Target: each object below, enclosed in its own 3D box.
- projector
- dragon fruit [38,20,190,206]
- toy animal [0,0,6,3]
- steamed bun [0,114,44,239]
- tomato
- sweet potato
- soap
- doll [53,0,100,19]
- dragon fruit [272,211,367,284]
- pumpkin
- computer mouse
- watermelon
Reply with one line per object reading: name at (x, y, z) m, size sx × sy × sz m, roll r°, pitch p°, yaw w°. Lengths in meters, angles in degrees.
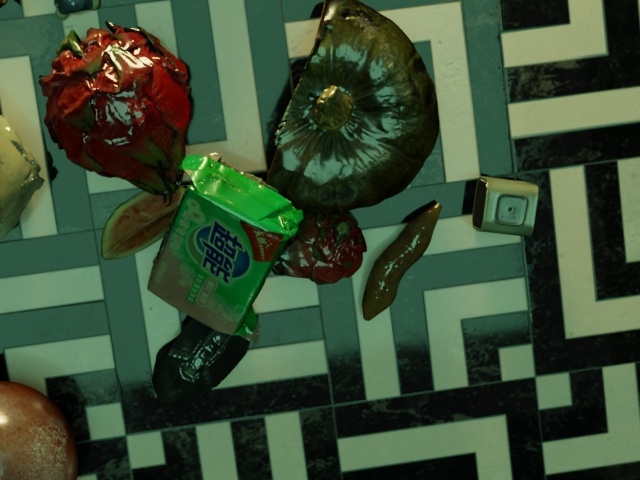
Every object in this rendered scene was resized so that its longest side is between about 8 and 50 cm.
projector at (0.286, -0.053, 1.878) m, size 0.082 × 0.083 × 0.083 m, roll 6°, pitch 98°, yaw -5°
dragon fruit at (-0.272, -0.182, 1.765) m, size 0.234 × 0.234 × 0.293 m, roll -44°, pitch 111°, yaw 2°
toy animal at (-0.469, -0.449, 1.769) m, size 0.116 × 0.114 × 0.255 m, roll 11°, pitch 92°, yaw 19°
steamed bun at (-0.587, -0.115, 1.697) m, size 0.394 × 0.237 × 0.347 m, roll -3°, pitch 89°, yaw -17°
tomato at (-0.499, 0.347, 1.802) m, size 0.270 × 0.227 × 0.270 m, roll 0°, pitch 98°, yaw -2°
sweet potato at (0.122, 0.030, 1.890) m, size 0.065 × 0.051 × 0.218 m, roll 27°, pitch 97°, yaw -49°
soap at (-0.141, 0.014, 1.779) m, size 0.217 × 0.098 × 0.273 m, roll 27°, pitch 137°, yaw -3°
doll at (-0.367, -0.378, 1.802) m, size 0.076 × 0.050 × 0.083 m, roll -15°, pitch 97°, yaw -7°
dragon fruit at (0.000, 0.007, 1.848) m, size 0.142 × 0.130 × 0.121 m, roll 21°, pitch 106°, yaw 32°
pumpkin at (0.059, -0.180, 1.767) m, size 0.232 × 0.242 × 0.325 m, roll 17°, pitch 101°, yaw 2°
computer mouse at (-0.189, 0.184, 1.886) m, size 0.106 × 0.062 × 0.192 m, roll 42°, pitch 94°, yaw -9°
watermelon at (-0.262, -0.023, 1.851) m, size 0.163 × 0.087 × 0.069 m, roll -33°, pitch 129°, yaw -2°
